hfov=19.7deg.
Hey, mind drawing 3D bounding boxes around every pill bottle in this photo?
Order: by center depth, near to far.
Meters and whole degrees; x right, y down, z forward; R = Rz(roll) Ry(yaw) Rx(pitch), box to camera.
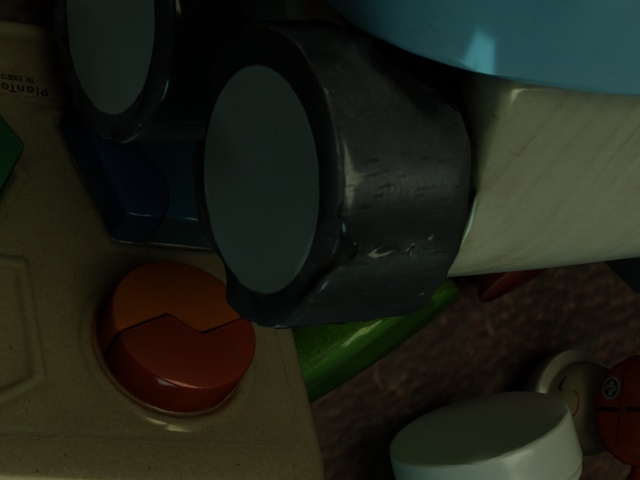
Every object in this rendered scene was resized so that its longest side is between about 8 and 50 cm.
[{"bbox_3d":[0.103,0.194,0.920,0.124,0.124,0.221,-23,105,-31],"label":"pill bottle"}]

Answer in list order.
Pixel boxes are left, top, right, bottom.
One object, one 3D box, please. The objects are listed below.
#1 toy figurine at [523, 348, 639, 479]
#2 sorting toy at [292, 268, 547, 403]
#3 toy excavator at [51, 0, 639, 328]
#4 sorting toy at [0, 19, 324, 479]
[{"bbox_3d":[0.233,0.105,0.996,0.209,0.148,0.213,-43,113,-30],"label":"toy figurine"},{"bbox_3d":[0.000,0.000,0.869,0.365,0.127,0.126,-28,79,-27],"label":"sorting toy"},{"bbox_3d":[0.039,-0.246,0.715,0.222,0.433,0.445,-3,120,-31],"label":"toy excavator"},{"bbox_3d":[-0.151,0.001,0.714,0.307,0.041,0.229,5,56,-27],"label":"sorting toy"}]
